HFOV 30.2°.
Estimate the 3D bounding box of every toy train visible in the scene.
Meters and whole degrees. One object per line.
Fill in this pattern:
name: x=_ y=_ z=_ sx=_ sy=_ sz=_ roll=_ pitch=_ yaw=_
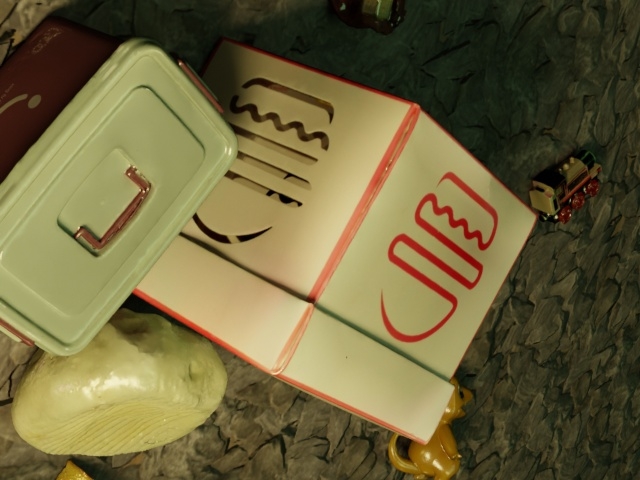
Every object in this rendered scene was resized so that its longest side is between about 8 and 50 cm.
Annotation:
toy train: x=0.388 y=-0.088 z=1.860 sx=0.138 sy=0.050 sz=0.087 roll=-40 pitch=133 yaw=-24

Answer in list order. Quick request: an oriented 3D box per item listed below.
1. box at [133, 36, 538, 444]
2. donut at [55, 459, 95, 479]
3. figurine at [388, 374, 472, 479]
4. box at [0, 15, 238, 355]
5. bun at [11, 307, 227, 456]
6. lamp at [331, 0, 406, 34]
box: x=0.000 y=0.000 z=1.299 sx=0.312 sy=0.314 sz=0.300 roll=32 pitch=85 yaw=-50
donut: x=-0.279 y=0.300 z=1.404 sx=0.038 sy=0.067 sz=0.083 roll=-53 pitch=172 yaw=-20
figurine: x=0.166 y=0.286 z=1.831 sx=0.122 sy=0.121 sz=0.176 roll=19 pitch=84 yaw=-23
box: x=-0.243 y=-0.061 z=1.120 sx=0.294 sy=0.167 sz=0.193 roll=-52 pitch=138 yaw=-10
bun: x=-0.217 y=0.145 z=1.271 sx=0.231 sy=0.133 sz=0.231 roll=-10 pitch=153 yaw=-5
lamp: x=0.059 y=-0.329 z=1.291 sx=0.223 sy=0.151 sz=0.215 roll=-2 pitch=118 yaw=-48
